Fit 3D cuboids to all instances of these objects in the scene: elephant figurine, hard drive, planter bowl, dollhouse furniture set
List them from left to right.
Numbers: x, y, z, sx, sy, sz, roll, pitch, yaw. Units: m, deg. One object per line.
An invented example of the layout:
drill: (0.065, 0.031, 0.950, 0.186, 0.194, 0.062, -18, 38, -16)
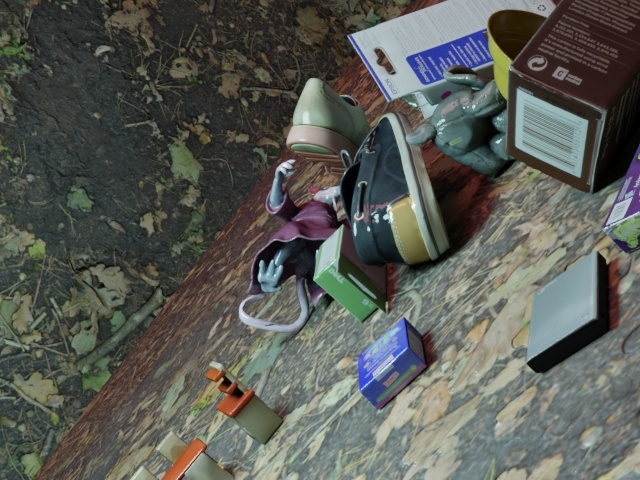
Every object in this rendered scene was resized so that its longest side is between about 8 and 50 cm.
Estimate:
dollhouse furniture set: (-0.197, 0.331, 1.647, 0.259, 0.135, 0.262, -50, 12, -13)
elephant figurine: (0.269, -0.218, 1.770, 0.169, 0.186, 0.239, -47, 15, 27)
planter bowl: (0.333, -0.253, 1.612, 0.090, 0.217, 0.217, -64, -1, 39)
hard drive: (0.266, 0.075, 1.139, 0.094, 0.022, 0.135, -40, 13, 30)

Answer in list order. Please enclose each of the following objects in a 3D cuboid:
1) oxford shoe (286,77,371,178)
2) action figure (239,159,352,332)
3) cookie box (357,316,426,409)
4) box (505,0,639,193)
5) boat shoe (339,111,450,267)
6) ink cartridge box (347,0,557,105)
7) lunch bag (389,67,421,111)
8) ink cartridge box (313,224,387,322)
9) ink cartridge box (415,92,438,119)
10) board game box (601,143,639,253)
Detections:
oxford shoe: (0.068, -0.203, 2.079, 0.397, 0.140, 0.146, 26, -108, -66)
action figure: (0.000, 0.000, 2.058, 0.370, 0.248, 0.275, -82, 10, -69)
cookie box: (0.094, 0.162, 1.413, 0.092, 0.040, 0.107, -44, 12, 14)
box: (0.394, -0.267, 1.361, 0.381, 0.143, 0.191, -53, -24, -19)
boat shoe: (0.111, -0.091, 1.806, 0.156, 0.187, 0.500, -19, 21, 7)
ink cartridge box: (0.250, -0.347, 1.873, 0.371, 0.176, 0.069, -20, -33, -13)
lunch bag: (0.287, -0.396, 2.266, 0.235, 0.169, 0.287, -49, 16, -9)
ink cartridge box: (0.050, 0.062, 1.731, 0.062, 0.109, 0.209, -44, 13, 17)
ink cartridge box: (0.274, -0.325, 2.019, 0.176, 0.127, 0.128, -21, -1, -30)
board game box: (0.450, -0.146, 1.173, 0.208, 0.056, 0.347, -38, 14, 53)
